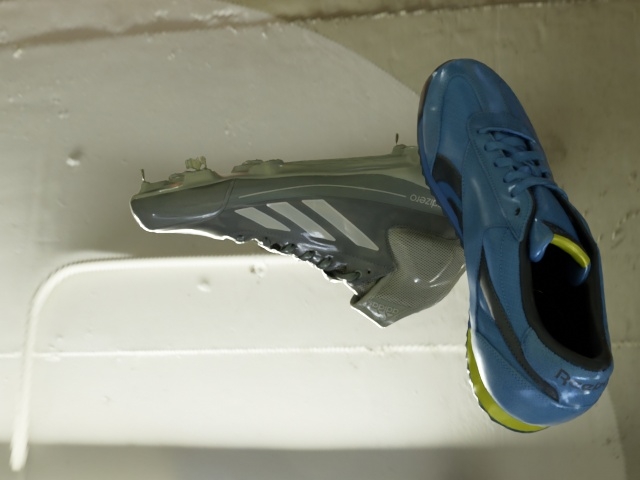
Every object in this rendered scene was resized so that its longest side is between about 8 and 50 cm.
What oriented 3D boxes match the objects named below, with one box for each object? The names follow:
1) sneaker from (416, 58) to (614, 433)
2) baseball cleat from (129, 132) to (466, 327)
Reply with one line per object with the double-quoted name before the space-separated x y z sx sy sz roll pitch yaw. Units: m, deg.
"sneaker" 0.100 -0.015 0.498 0.069 0.082 0.209 1 -119 -18
"baseball cleat" 0.000 0.000 0.572 0.205 0.072 0.110 -7 -84 -4
